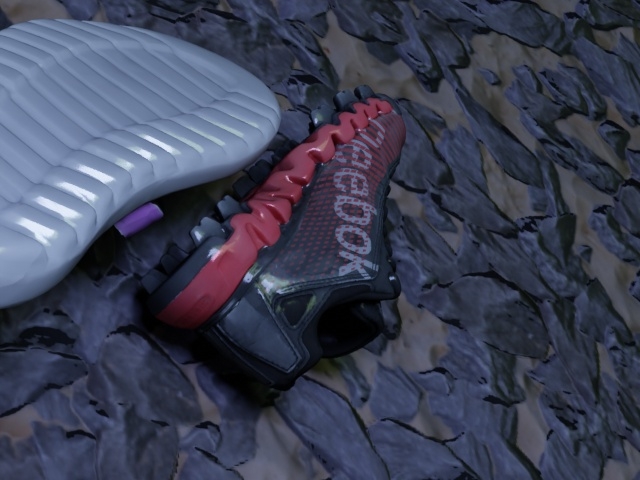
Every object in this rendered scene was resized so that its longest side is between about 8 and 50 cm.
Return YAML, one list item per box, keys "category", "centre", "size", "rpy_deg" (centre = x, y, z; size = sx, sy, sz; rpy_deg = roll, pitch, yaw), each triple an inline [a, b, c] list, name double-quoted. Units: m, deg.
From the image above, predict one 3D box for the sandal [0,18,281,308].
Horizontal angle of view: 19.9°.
- category: "sandal"
  centre: [-0.160, -0.042, 1.080]
  size: [0.169, 0.102, 0.416]
  rpy_deg: [32, 25, 11]

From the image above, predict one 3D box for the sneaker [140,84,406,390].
- category: "sneaker"
  centre: [0.000, 0.000, 1.195]
  size: [0.135, 0.097, 0.276]
  rpy_deg: [45, 41, -4]
